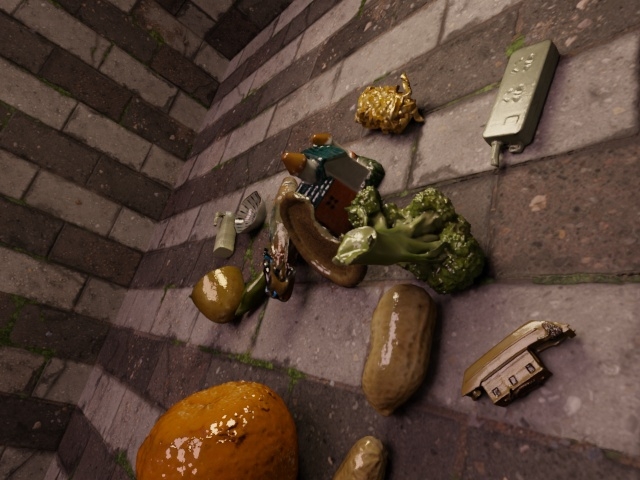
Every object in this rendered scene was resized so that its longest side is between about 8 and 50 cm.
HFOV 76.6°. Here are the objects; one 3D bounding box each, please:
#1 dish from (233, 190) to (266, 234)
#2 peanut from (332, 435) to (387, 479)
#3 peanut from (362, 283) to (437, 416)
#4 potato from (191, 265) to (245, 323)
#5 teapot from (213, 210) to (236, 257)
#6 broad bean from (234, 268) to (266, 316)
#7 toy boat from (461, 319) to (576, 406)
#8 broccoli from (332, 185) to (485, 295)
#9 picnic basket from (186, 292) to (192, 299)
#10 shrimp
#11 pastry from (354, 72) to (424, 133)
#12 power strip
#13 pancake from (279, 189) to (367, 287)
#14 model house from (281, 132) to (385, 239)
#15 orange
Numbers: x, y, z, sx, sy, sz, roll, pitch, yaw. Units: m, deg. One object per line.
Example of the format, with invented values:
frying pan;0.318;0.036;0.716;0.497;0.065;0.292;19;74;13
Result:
dish;-0.269;-0.099;1.619;0.190;0.066;0.191;-32;45;37
peanut;0.068;0.449;0.754;0.175;0.080;0.080;-62;33;4
peanut;0.150;0.210;0.786;0.137;0.122;0.253;138;148;-69
potato;-0.339;0.213;1.407;0.203;0.178;0.158;-32;53;-1
teapot;-0.413;-0.035;1.724;0.077;0.107;0.201;-35;40;37
broad bean;-0.181;0.127;1.332;0.325;0.067;0.075;-50;6;4
toy boat;0.311;0.197;0.638;0.200;0.057;0.077;-47;40;18
broccoli;0.160;-0.031;0.791;0.186;0.302;0.254;-55;31;17
picnic basket;-0.522;0.239;1.703;0.083;0.065;0.083;-27;29;33
shrimp;-0.126;-0.016;1.249;0.221;0.109;0.446;123;156;-43
pastry;0.201;-0.392;1.183;0.154;0.102;0.250;-58;31;2
power strip;0.419;-0.287;0.862;0.093;0.053;0.288;7;70;54
pancake;0.000;0.000;1.022;0.033;0.288;0.286;-38;18;-25
model house;-0.009;-0.175;1.136;0.272;0.300;0.190;-57;41;4
orange;-0.207;0.478;0.873;0.340;0.340;0.294;-11;94;49
